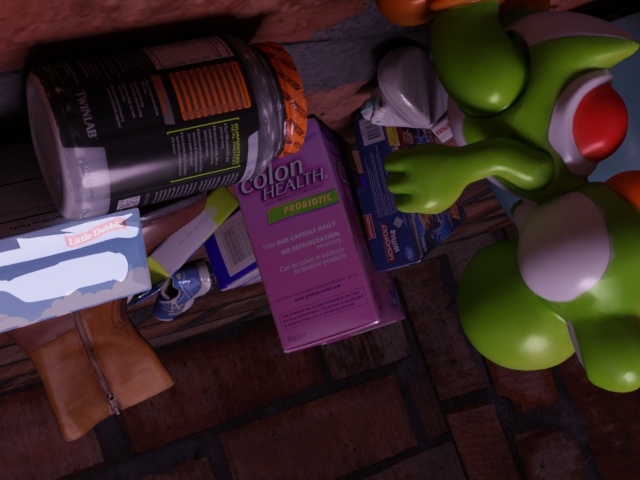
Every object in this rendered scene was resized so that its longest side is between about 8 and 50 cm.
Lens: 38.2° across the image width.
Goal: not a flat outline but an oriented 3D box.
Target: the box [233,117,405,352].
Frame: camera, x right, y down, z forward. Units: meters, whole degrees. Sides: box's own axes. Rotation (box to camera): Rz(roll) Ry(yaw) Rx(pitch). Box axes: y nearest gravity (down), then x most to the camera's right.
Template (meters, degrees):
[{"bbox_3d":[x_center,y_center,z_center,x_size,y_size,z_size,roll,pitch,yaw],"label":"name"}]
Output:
[{"bbox_3d":[0.000,0.000,1.121,0.117,0.242,0.213,-20,172,11],"label":"box"}]

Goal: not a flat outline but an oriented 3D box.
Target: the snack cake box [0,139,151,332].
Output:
[{"bbox_3d":[-0.288,0.004,0.747,0.265,0.152,0.089,-16,128,-19],"label":"snack cake box"}]

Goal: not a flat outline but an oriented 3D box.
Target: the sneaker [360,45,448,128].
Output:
[{"bbox_3d":[0.081,-0.147,0.967,0.094,0.080,0.212,-6,177,20],"label":"sneaker"}]

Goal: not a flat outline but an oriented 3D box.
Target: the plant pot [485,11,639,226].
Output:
[{"bbox_3d":[0.332,-0.107,1.095,0.293,0.235,0.293,-21,176,-2],"label":"plant pot"}]

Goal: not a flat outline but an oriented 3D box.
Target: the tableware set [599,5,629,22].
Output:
[{"bbox_3d":[0.271,-0.221,1.078,0.169,0.020,0.141,-20,177,-17],"label":"tableware set"}]

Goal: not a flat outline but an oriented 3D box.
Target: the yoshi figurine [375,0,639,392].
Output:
[{"bbox_3d":[0.147,-0.045,0.742,0.204,0.362,0.203,-19,173,-7],"label":"yoshi figurine"}]

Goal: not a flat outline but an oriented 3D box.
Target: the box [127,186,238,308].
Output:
[{"bbox_3d":[-0.189,0.008,1.181,0.109,0.042,0.178,-28,-163,48],"label":"box"}]

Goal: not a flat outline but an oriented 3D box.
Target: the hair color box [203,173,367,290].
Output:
[{"bbox_3d":[0.004,-0.023,1.484,0.339,0.110,0.185,-15,170,-39],"label":"hair color box"}]

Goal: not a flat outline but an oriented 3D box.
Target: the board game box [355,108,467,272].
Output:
[{"bbox_3d":[0.112,-0.066,1.143,0.060,0.194,0.194,-16,174,28],"label":"board game box"}]

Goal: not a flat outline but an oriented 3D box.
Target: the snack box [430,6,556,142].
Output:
[{"bbox_3d":[0.178,-0.168,0.924,0.178,0.022,0.064,-47,-173,-31],"label":"snack box"}]

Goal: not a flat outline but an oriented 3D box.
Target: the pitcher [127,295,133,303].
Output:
[{"bbox_3d":[-0.312,0.025,1.064,0.207,0.125,0.178,1,144,-40],"label":"pitcher"}]

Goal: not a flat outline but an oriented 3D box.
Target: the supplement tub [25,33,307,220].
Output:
[{"bbox_3d":[-0.114,-0.090,0.699,0.191,0.116,0.117,-15,171,-24],"label":"supplement tub"}]

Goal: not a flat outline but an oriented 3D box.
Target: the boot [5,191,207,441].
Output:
[{"bbox_3d":[-0.214,0.080,1.036,0.264,0.096,0.280,-32,131,-18],"label":"boot"}]

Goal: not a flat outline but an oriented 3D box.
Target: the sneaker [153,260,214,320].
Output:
[{"bbox_3d":[-0.280,0.095,1.755,0.081,0.080,0.211,-6,156,-35],"label":"sneaker"}]
